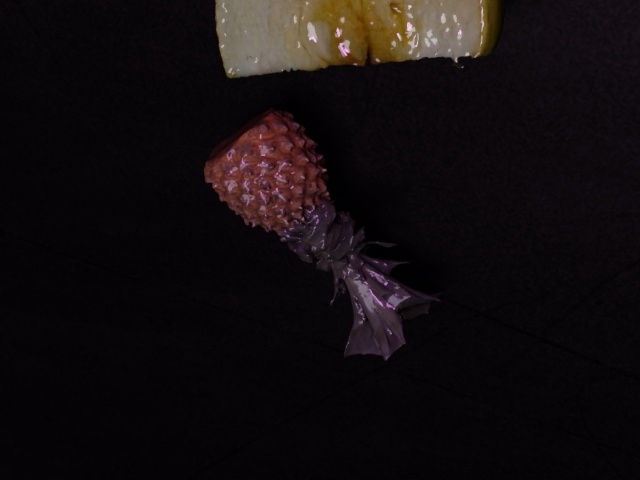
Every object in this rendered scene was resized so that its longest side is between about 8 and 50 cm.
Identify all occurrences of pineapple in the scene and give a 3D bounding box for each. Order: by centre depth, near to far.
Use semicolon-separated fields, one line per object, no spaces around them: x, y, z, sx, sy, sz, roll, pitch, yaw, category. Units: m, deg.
0.000;0.000;2.007;0.130;0.119;0.277;-37;102;23;pineapple

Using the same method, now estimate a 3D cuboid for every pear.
0.043;-0.273;1.781;0.288;0.139;0.239;-2;106;36;pear
